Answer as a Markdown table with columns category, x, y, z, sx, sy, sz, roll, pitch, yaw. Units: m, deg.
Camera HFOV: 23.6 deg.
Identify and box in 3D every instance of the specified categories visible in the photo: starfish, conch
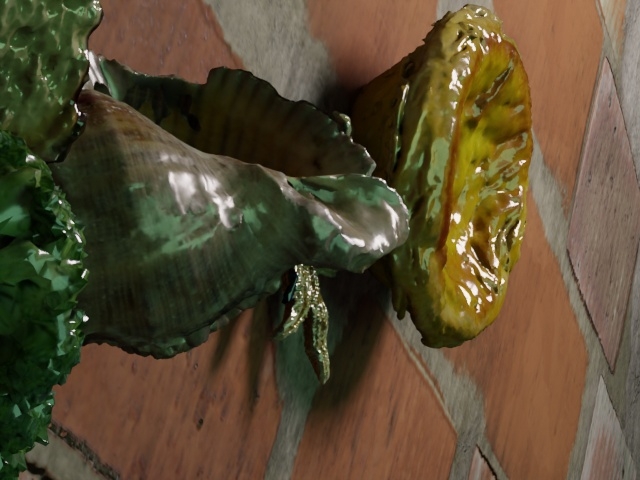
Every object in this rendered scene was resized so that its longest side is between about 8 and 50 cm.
| category | x | y | z | sx | sy | sz | roll | pitch | yaw |
| --- | --- | --- | --- | --- | --- | --- | --- | --- | --- |
| starfish | 0.000 | 0.000 | 1.142 | 0.176 | 0.053 | 0.208 | 50 | 51 | -72 |
| conch | -0.072 | -0.026 | 0.811 | 0.163 | 0.245 | 0.178 | 124 | -36 | -61 |

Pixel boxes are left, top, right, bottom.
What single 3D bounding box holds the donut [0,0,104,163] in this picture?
| category | x | y | z | sx | sy | sz | roll | pitch | yaw |
| --- | --- | --- | --- | --- | --- | --- | --- | --- | --- |
| donut | -0.156 | -0.148 | 0.669 | 0.126 | 0.144 | 0.187 | 11 | 109 | -60 |

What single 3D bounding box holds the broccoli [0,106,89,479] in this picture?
| category | x | y | z | sx | sy | sz | roll | pitch | yaw |
| --- | --- | --- | --- | --- | --- | --- | --- | --- | --- |
| broccoli | -0.188 | 0.033 | 0.452 | 0.270 | 0.270 | 0.270 | -6 | 103 | -28 |

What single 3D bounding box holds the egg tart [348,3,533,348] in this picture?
| category | x | y | z | sx | sy | sz | roll | pitch | yaw |
| --- | --- | --- | --- | --- | --- | --- | --- | --- | --- |
| egg tart | 0.091 | -0.054 | 1.271 | 0.295 | 0.116 | 0.295 | 8 | 90 | -67 |
